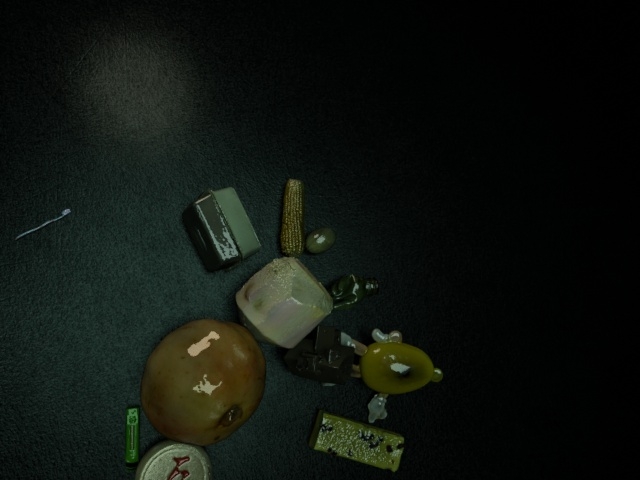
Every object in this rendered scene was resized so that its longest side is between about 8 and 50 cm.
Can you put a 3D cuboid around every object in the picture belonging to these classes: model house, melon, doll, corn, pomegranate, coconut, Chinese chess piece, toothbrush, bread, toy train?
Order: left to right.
[{"bbox_3d":[-0.941,-0.054,1.648,0.193,0.013,0.019,-34,86,-19],"label":"toothbrush"},{"bbox_3d":[-0.628,0.665,1.620,0.044,0.042,0.208,0,81,-17],"label":"toy train"},{"bbox_3d":[-0.487,0.787,1.616,0.250,0.103,0.249,3,80,-19],"label":"Chinese chess piece"},{"bbox_3d":[-0.380,0.450,1.572,0.412,0.411,0.410,3,81,-17],"label":"pomegranate"},{"bbox_3d":[-0.143,0.226,1.696,0.310,0.297,0.297,-41,95,0],"label":"coconut"},{"bbox_3d":[-0.103,-0.083,1.876,0.097,0.097,0.319,5,78,-17],"label":"corn"},{"bbox_3d":[-0.012,0.398,1.699,0.212,0.243,0.204,4,83,23],"label":"model house"},{"bbox_3d":[0.000,0.000,1.890,0.131,0.098,0.098,-31,92,-14],"label":"melon"},{"bbox_3d":[0.145,0.758,1.829,0.362,0.077,0.138,21,77,-13],"label":"bread"},{"bbox_3d":[0.213,0.496,1.858,0.423,0.161,0.348,42,94,-7],"label":"doll"}]

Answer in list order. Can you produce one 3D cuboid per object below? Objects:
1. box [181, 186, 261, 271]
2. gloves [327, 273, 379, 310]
[{"bbox_3d":[-0.355,-0.036,1.724,0.166,0.221,0.290,-26,90,-33],"label":"box"},{"bbox_3d":[0.107,0.199,1.890,0.268,0.107,0.135,-7,92,-35],"label":"gloves"}]
